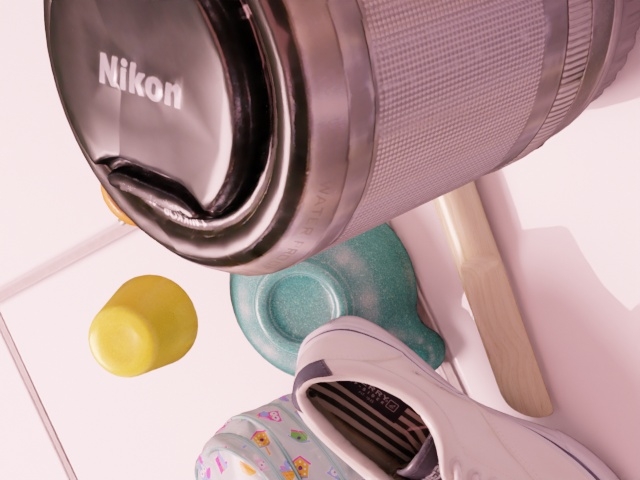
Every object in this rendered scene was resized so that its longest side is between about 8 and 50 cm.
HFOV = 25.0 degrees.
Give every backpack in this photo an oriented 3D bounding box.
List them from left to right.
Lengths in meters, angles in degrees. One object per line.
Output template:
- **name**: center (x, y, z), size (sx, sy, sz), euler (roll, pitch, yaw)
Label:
- **backpack**: center (-0.006, 0.199, 1.049), size (0.182, 0.115, 0.152), euler (59, 138, 10)

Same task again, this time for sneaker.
- **sneaker**: center (0.088, 0.149, 0.905), size (0.258, 0.091, 0.094), euler (31, 116, 3)

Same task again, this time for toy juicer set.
- **toy juicer set**: center (0.000, 0.000, 0.982), size (0.329, 0.089, 0.209), euler (4, 103, 16)

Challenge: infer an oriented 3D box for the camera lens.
- **camera lens**: center (0.011, -0.119, 0.761), size (0.219, 0.274, 0.219), euler (26, 128, 39)
